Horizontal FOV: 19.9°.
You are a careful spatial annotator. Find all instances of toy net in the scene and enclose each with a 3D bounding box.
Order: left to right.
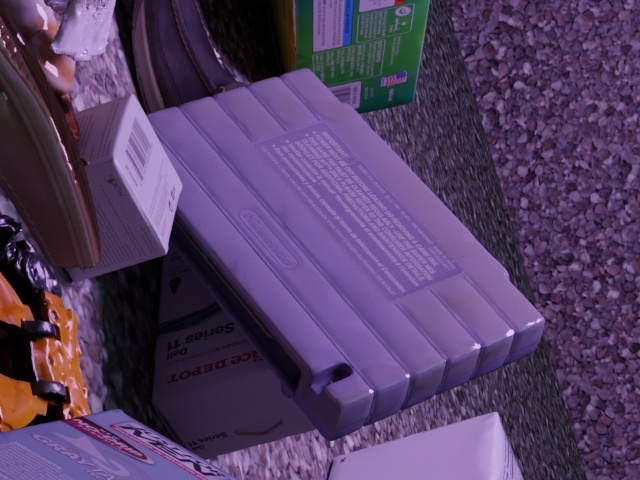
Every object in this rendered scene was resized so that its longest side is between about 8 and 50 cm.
[{"bbox_3d":[-0.189,-0.225,1.330,0.122,0.045,0.232,-55,158,-23],"label":"toy net"}]

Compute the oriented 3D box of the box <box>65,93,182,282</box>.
[{"bbox_3d":[-0.174,-0.042,1.455,0.101,0.087,0.102,-84,153,-54],"label":"box"}]

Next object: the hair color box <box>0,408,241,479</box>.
[{"bbox_3d":[-0.173,0.210,0.981,0.185,0.113,0.374,-65,166,7],"label":"hair color box"}]

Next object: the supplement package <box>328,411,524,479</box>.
[{"bbox_3d":[0.127,0.323,1.916,0.149,0.194,0.203,-71,141,-66],"label":"supplement package"}]

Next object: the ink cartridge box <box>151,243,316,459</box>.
[{"bbox_3d":[-0.061,0.074,1.604,0.208,0.153,0.087,-91,158,-46],"label":"ink cartridge box"}]

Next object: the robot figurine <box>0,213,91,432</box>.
[{"bbox_3d":[-0.234,0.070,1.131,0.291,0.085,0.211,36,40,-65],"label":"robot figurine"}]

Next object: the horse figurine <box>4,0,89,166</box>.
[{"bbox_3d":[-0.241,-0.172,1.398,0.263,0.066,0.174,67,18,-2],"label":"horse figurine"}]

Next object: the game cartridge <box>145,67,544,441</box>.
[{"bbox_3d":[0.000,0.000,1.549,0.355,0.230,0.068,49,-42,31],"label":"game cartridge"}]

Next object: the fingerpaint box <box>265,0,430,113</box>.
[{"bbox_3d":[0.007,-0.382,2.055,0.445,0.163,0.371,91,-14,-74],"label":"fingerpaint box"}]

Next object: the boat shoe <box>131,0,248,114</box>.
[{"bbox_3d":[-0.075,-0.098,1.778,0.132,0.130,0.355,-54,125,-71],"label":"boat shoe"}]

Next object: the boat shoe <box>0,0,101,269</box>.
[{"bbox_3d":[-0.245,-0.104,1.262,0.109,0.098,0.302,-115,180,-69],"label":"boat shoe"}]
